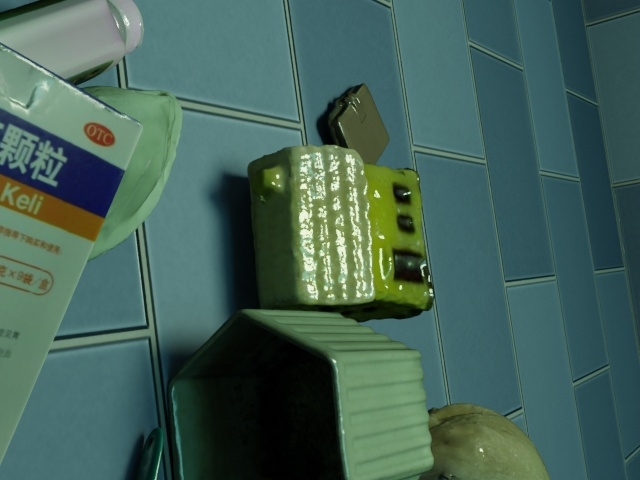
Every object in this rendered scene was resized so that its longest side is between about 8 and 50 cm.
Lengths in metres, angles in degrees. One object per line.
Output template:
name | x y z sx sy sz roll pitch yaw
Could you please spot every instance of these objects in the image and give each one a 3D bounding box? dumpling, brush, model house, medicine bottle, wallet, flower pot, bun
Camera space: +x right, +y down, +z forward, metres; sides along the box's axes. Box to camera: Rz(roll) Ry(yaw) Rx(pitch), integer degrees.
dumpling | -0.212 -0.072 0.781 0.108 0.152 0.219 42 41 17
brush | -0.178 0.261 0.778 0.032 0.043 0.193 27 56 -32
model house | 0.000 0.000 1.036 0.234 0.175 0.193 7 76 -46
medicine bottle | -0.239 -0.163 0.731 0.219 0.115 0.078 -45 118 -53
wallet | 0.055 -0.160 1.263 0.152 0.039 0.118 -54 128 -53
flower pot | -0.019 0.187 0.886 0.190 0.239 0.209 7 42 -55
bun | 0.156 0.336 1.110 0.205 0.281 0.281 24 58 -24

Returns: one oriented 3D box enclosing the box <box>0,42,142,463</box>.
box | -0.267 0.013 0.547 0.200 0.106 0.299 29 83 -52
